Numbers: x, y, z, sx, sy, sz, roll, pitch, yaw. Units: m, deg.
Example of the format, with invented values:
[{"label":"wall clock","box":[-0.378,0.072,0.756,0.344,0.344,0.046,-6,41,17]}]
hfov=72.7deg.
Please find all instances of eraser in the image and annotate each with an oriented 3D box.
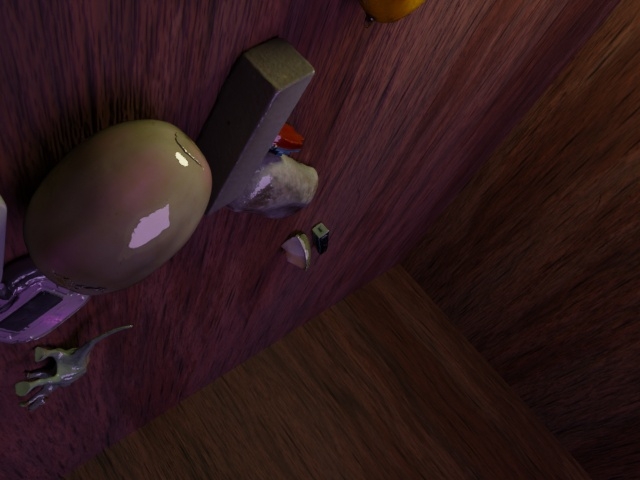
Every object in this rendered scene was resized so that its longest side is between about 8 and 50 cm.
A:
[{"label":"eraser","box":[-0.151,-0.209,0.830,0.077,0.111,0.352,-18,152,-54]}]

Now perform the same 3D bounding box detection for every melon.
[{"label":"melon","box":[-0.317,-0.049,0.695,0.317,0.223,0.223,-41,162,3]},{"label":"melon","box":[-0.077,0.051,1.619,0.093,0.139,0.202,-19,166,7]}]

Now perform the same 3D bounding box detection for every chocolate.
[{"label":"chocolate","box":[-0.114,-0.126,1.142,0.185,0.100,0.303,-43,159,19]}]

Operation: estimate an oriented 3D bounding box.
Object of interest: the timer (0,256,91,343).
[{"label":"timer","box":[-0.568,0.121,0.852,0.208,0.069,0.191,-38,160,-3]}]

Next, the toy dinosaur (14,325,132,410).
[{"label":"toy dinosaur","box":[-0.650,0.313,1.108,0.393,0.092,0.205,-41,163,-2]}]

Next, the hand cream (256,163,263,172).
[{"label":"hand cream","box":[-0.228,-0.140,0.954,0.216,0.038,0.052,-31,139,-22]}]

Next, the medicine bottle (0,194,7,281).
[{"label":"medicine bottle","box":[-0.512,-0.015,0.569,0.161,0.111,0.296,-18,151,-49]}]

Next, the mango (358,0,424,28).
[{"label":"mango","box":[0.172,-0.514,0.759,0.317,0.119,0.176,-52,158,7]}]

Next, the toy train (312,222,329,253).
[{"label":"toy train","box":[0.000,0.000,1.736,0.052,0.051,0.234,-36,165,-11]}]

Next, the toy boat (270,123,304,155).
[{"label":"toy boat","box":[-0.098,-0.225,0.968,0.059,0.069,0.173,-33,172,23]}]
